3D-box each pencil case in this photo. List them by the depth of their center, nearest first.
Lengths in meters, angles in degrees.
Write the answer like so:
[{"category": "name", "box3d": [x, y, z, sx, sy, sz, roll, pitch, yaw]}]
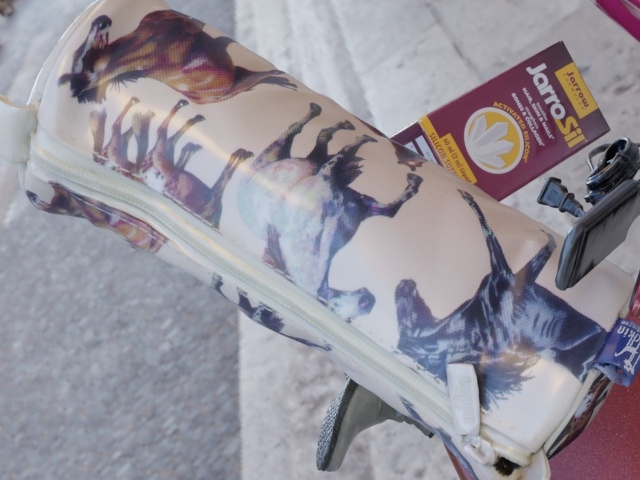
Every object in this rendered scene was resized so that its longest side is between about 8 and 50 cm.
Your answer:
[{"category": "pencil case", "box3d": [0.000, 0.000, 0.768, 0.160, 0.410, 0.183, -62, -6, 28]}]

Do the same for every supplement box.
[{"category": "supplement box", "box3d": [0.169, -0.099, 1.146, 0.188, 0.104, 0.081, -31, 3, -25]}]

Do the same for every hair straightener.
[{"category": "hair straightener", "box3d": [0.175, -0.034, 0.702, 0.089, 0.047, 0.230, 19, 34, 19]}]

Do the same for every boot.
[{"category": "boot", "box3d": [0.101, 0.247, 1.746, 0.246, 0.161, 0.083, -66, 4, -32]}]

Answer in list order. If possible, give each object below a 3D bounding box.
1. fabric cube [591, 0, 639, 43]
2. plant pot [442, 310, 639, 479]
[{"category": "fabric cube", "box3d": [0.207, -0.221, 0.563, 0.254, 0.258, 0.259, -48, 3, 13]}, {"category": "plant pot", "box3d": [0.258, 0.163, 0.991, 0.236, 0.267, 0.267, 45, 104, 26]}]
